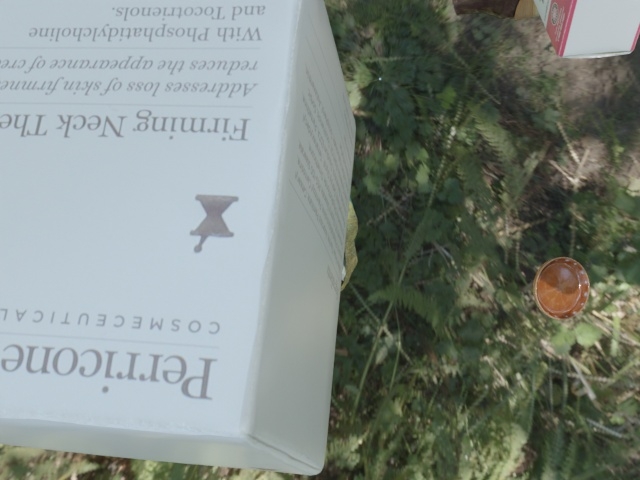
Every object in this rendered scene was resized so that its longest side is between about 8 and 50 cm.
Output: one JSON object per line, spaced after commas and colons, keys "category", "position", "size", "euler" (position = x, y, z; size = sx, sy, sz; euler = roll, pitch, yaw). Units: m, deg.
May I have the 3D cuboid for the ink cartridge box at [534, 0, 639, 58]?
{"category": "ink cartridge box", "position": [0.371, -0.428, 1.195], "size": [0.117, 0.283, 0.207], "euler": [-6, 141, -3]}

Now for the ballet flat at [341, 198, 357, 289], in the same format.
{"category": "ballet flat", "position": [0.000, 0.000, 1.412], "size": [0.123, 0.348, 0.123], "euler": [-3, 64, 6]}

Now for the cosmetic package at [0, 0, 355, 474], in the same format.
{"category": "cosmetic package", "position": [-0.159, -0.010, 0.764], "size": [0.330, 0.327, 0.393], "euler": [2, 71, 10]}

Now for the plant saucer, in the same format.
{"category": "plant saucer", "position": [0.318, 0.063, 1.115], "size": [0.084, 0.013, 0.083], "euler": [0, 91, -18]}

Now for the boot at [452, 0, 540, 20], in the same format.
{"category": "boot", "position": [0.365, -0.557, 1.740], "size": [0.207, 0.090, 0.248], "euler": [7, 147, 20]}
